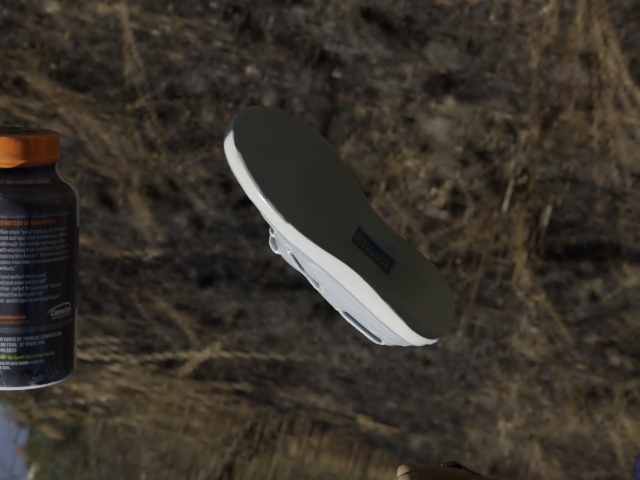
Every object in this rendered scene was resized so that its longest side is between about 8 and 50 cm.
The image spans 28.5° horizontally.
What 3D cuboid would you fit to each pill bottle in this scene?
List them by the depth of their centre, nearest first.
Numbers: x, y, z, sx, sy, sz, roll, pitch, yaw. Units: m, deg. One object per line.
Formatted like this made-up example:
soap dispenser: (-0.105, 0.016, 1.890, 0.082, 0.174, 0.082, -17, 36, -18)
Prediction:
pill bottle: (-0.301, 0.012, 1.233, 0.131, 0.245, 0.130, 4, -169, -1)

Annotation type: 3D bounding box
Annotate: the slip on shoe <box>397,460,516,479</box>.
slip on shoe: (0.108, 0.190, 0.974, 0.135, 0.041, 0.051, 2, 153, -42)

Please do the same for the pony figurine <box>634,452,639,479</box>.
pony figurine: (0.288, 0.182, 0.504, 0.364, 0.302, 0.351, 17, -142, -20)

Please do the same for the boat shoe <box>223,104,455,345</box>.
boat shoe: (0.001, 0.000, 0.939, 0.227, 0.079, 0.081, 46, 144, -14)
